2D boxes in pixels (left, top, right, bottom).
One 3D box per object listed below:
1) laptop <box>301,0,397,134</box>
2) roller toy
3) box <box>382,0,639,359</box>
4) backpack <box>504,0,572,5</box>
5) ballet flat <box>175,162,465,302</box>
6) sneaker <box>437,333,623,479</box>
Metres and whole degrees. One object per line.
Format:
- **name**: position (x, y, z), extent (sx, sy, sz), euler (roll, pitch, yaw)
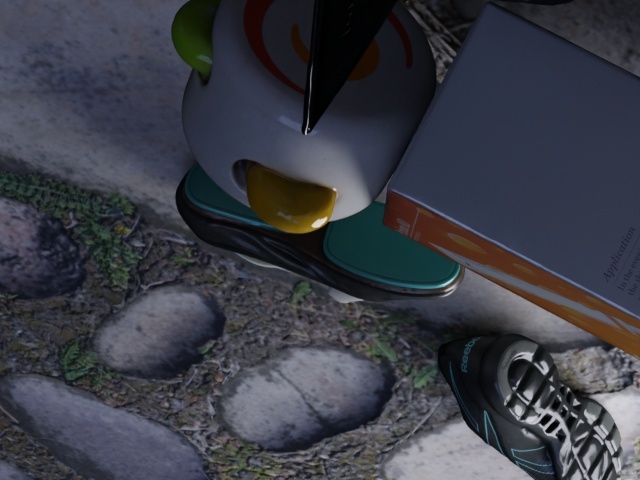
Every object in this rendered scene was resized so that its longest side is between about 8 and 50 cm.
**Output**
- **laptop**: position (-0.006, -0.356, 1.119), extent (0.236, 0.408, 0.382), euler (-22, 143, -24)
- **roller toy**: position (-0.011, -0.116, 1.560), extent (0.209, 0.191, 0.146), euler (53, 143, 21)
- **box**: position (0.238, -0.018, 1.496), extent (0.345, 0.168, 0.215), euler (28, 175, 4)
- **backpack**: position (0.159, -0.263, 1.380), extent (0.115, 0.152, 0.182), euler (6, 98, 4)
- **ballet flat**: position (0.000, 0.000, 1.767), extent (0.280, 0.095, 0.096), euler (21, 149, 11)
- **sneaker**: position (0.213, 0.178, 1.895), extent (0.106, 0.101, 0.267), euler (6, 143, 46)
